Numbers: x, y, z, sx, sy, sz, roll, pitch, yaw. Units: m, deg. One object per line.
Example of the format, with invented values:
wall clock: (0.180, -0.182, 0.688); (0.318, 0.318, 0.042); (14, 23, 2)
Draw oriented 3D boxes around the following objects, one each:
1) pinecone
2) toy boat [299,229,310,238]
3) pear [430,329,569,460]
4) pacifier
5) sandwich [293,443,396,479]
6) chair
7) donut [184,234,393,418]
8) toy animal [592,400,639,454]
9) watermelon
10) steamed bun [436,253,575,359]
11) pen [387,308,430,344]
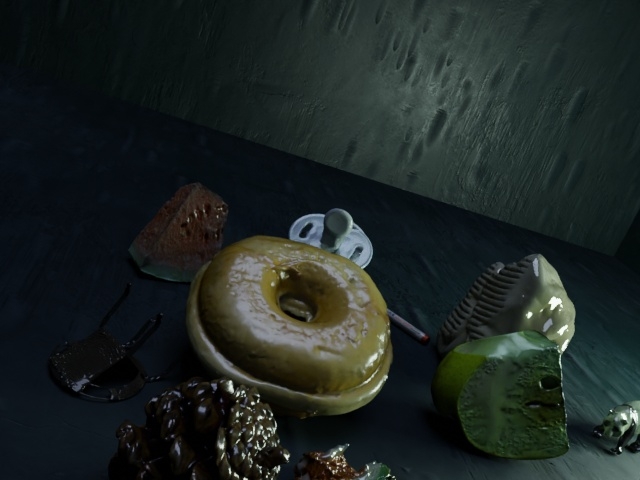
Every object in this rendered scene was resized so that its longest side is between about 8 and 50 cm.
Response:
pinecone: (-0.165, 0.313, 0.966); (0.243, 0.243, 0.257); (3, -16, -43)
toy boat: (0.000, 0.000, 2.283); (0.210, 0.066, 0.084); (9, 22, -5)
pear: (0.384, 0.338, 1.505); (0.282, 0.286, 0.176); (-10, 9, -6)
pacifier: (0.044, -0.028, 2.150); (0.279, 0.207, 0.227); (25, 53, 11)
sandwich: (0.014, 0.396, 1.097); (0.185, 0.109, 0.160); (1, 29, -47)
chair: (-0.373, 0.206, 1.252); (0.213, 0.149, 0.174); (-40, 55, -21)
donut: (-0.059, 0.170, 1.392); (0.449, 0.198, 0.449); (15, 40, -13)
toy animal: (0.771, 0.463, 1.710); (0.225, 0.121, 0.094); (6, 24, -34)
watermelon: (-0.331, -0.030, 1.693); (0.193, 0.256, 0.140); (16, 18, -38)
steamed bun: (0.509, 0.221, 1.764); (0.255, 0.367, 0.342); (34, -2, -8)
pen: (0.211, 0.222, 1.929); (0.239, 0.028, 0.028); (34, 22, 32)
